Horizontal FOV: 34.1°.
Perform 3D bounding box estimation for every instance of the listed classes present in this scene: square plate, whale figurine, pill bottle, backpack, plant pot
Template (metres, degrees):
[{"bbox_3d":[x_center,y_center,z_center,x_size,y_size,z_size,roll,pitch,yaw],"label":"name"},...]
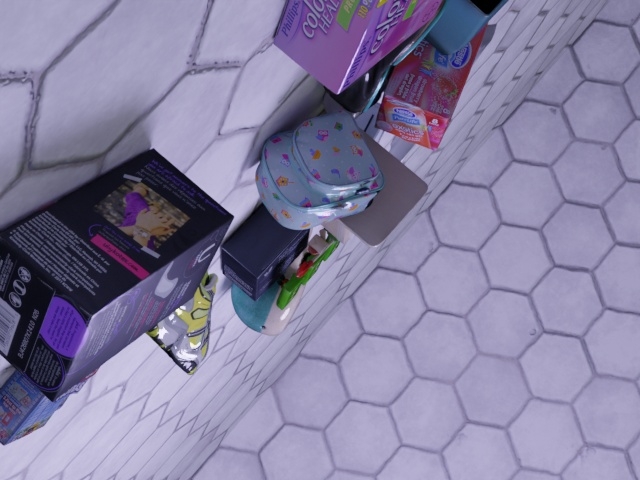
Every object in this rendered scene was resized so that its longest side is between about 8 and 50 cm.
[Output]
[{"bbox_3d":[0.260,-0.322,2.298,0.344,0.049,0.347,-55,-179,24],"label":"square plate"},{"bbox_3d":[-0.097,0.061,2.158,0.216,0.141,0.272,115,-7,-57],"label":"whale figurine"},{"bbox_3d":[0.063,-0.252,1.779,0.120,0.067,0.067,-40,167,-43],"label":"pill bottle"},{"bbox_3d":[-0.006,-0.112,1.684,0.188,0.166,0.144,-22,165,-17],"label":"backpack"},{"bbox_3d":[0.218,-0.403,1.645,0.166,0.165,0.234,-47,176,-17],"label":"plant pot"}]

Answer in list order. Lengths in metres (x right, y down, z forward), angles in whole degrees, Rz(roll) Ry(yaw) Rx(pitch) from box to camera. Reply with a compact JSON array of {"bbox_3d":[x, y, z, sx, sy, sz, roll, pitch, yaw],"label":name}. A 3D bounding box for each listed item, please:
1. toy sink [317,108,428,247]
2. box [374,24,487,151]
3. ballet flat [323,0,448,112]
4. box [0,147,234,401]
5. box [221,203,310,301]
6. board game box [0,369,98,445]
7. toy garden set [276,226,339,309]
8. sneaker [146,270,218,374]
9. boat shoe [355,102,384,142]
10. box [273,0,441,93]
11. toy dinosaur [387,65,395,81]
[{"bbox_3d":[0.052,-0.094,1.837,0.153,0.234,0.131,-48,170,-13],"label":"toy sink"},{"bbox_3d":[0.198,-0.304,1.807,0.128,0.122,0.257,102,10,-68],"label":"box"},{"bbox_3d":[0.086,-0.295,1.594,0.280,0.096,0.095,-50,-160,46],"label":"ballet flat"},{"bbox_3d":[-0.252,0.033,1.224,0.270,0.143,0.165,-38,164,-51],"label":"box"},{"bbox_3d":[-0.102,0.012,1.961,0.156,0.093,0.158,-48,171,-18],"label":"box"},{"bbox_3d":[-0.372,0.183,1.509,0.194,0.060,0.194,-52,170,17],"label":"board game box"},{"bbox_3d":[0.000,0.000,1.969,0.244,0.049,0.204,-48,174,-23],"label":"toy garden set"},{"bbox_3d":[-0.218,0.110,1.675,0.147,0.145,0.385,-47,171,-11],"label":"sneaker"},{"bbox_3d":[0.075,-0.173,2.079,0.226,0.083,0.076,-54,168,22],"label":"boat shoe"},{"bbox_3d":[0.079,-0.346,1.350,0.243,0.117,0.213,-42,168,-36],"label":"box"},{"bbox_3d":[0.174,-0.309,1.991,0.160,0.121,0.313,-43,-162,-5],"label":"toy dinosaur"}]
